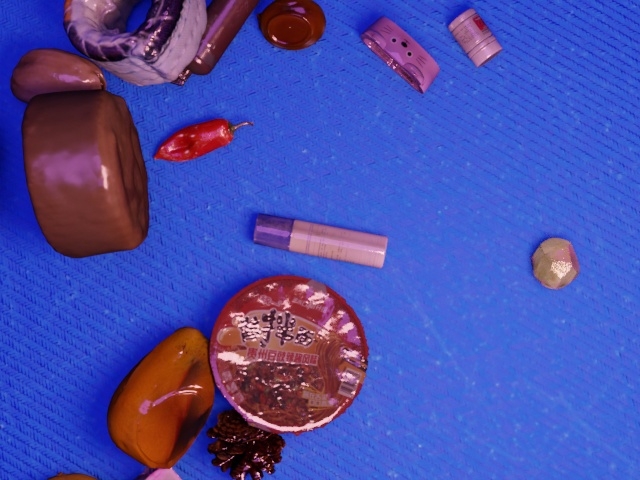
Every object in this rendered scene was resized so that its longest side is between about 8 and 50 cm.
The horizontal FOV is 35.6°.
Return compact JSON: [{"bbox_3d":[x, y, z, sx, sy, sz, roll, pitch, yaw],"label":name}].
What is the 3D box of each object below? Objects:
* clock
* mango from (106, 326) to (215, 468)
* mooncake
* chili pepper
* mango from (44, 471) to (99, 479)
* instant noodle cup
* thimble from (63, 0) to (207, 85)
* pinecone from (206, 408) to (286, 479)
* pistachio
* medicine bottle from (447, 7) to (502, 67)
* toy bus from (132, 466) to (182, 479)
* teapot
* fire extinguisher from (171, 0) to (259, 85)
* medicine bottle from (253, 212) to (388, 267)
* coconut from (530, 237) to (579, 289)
[{"bbox_3d":[0.141,-0.329,1.744,0.153,0.110,0.050,42,91,2],"label":"clock"},{"bbox_3d":[-0.267,0.254,1.689,0.136,0.166,0.236,37,90,-25],"label":"mango"},{"bbox_3d":[-0.377,-0.112,1.655,0.156,0.284,0.284,-10,86,0],"label":"mooncake"},{"bbox_3d":[-0.211,-0.181,1.772,0.191,0.050,0.059,-20,103,7],"label":"chili pepper"},{"bbox_3d":[-0.389,0.502,1.703,0.251,0.114,0.156,36,76,3],"label":"mango"},{"bbox_3d":[-0.057,0.198,1.712,0.274,0.091,0.273,3,75,-10],"label":"instant noodle cup"},{"bbox_3d":[-0.311,-0.381,1.705,0.237,0.150,0.237,-6,75,23],"label":"thimble"},{"bbox_3d":[-0.127,0.351,1.702,0.140,0.140,0.120,-10,114,1],"label":"pinecone"},{"bbox_3d":[-0.461,-0.278,1.745,0.186,0.108,0.126,1,127,25],"label":"pistachio"},{"bbox_3d":[0.274,-0.359,1.768,0.058,0.058,0.091,-35,86,-1],"label":"medicine bottle"},{"bbox_3d":[-0.225,0.508,1.680,0.112,0.090,0.274,-42,99,-33],"label":"toy bus"},{"bbox_3d":[-0.053,-0.390,1.774,0.129,0.078,0.098,-4,126,15],"label":"teapot"},{"bbox_3d":[-0.194,-0.380,1.772,0.089,0.072,0.267,35,88,-6],"label":"fire extinguisher"},{"bbox_3d":[0.000,0.000,1.752,0.231,0.059,0.059,11,87,2],"label":"medicine bottle"},{"bbox_3d":[0.407,0.044,1.734,0.083,0.081,0.082,16,46,-2],"label":"coconut"}]
